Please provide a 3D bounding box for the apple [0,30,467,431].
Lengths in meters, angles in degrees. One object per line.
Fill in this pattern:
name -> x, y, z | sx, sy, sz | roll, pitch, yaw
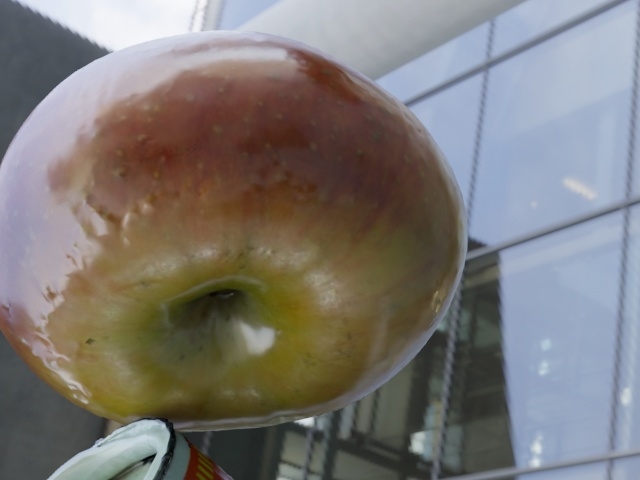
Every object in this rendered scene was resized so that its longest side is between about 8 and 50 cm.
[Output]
apple -> -0.048, -0.009, 0.682 | 0.235, 0.210, 0.173 | 6, -139, -6

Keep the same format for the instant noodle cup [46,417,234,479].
instant noodle cup -> -0.053, 0.201, 0.644 | 0.212, 0.193, 0.193 | 50, -129, -17
